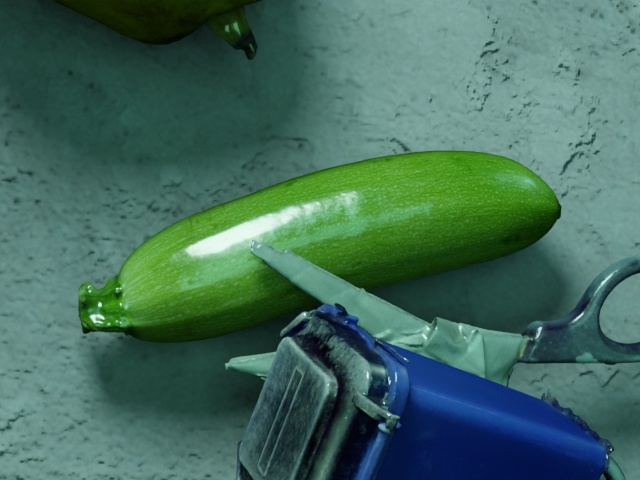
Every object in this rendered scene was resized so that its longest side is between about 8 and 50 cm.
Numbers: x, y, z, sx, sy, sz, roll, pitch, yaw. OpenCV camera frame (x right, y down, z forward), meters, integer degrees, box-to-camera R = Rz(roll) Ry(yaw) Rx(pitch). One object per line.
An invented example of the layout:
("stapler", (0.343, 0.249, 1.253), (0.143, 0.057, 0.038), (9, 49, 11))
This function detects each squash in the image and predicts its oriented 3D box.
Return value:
("squash", (0.000, 0.000, 1.166), (0.395, 0.107, 0.107), (-16, 87, -10))

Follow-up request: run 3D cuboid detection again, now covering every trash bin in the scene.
("trash bin", (0.078, 0.159, 1.058), (0.235, 0.184, 0.162), (18, 100, -25))

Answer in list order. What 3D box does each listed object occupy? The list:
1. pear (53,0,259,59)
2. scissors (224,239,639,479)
("pear", (-0.149, -0.295, 1.100), (0.287, 0.287, 0.375), (-36, 105, -12))
("scissors", (0.109, 0.092, 1.155), (0.384, 0.029, 0.256), (18, 96, -19))
